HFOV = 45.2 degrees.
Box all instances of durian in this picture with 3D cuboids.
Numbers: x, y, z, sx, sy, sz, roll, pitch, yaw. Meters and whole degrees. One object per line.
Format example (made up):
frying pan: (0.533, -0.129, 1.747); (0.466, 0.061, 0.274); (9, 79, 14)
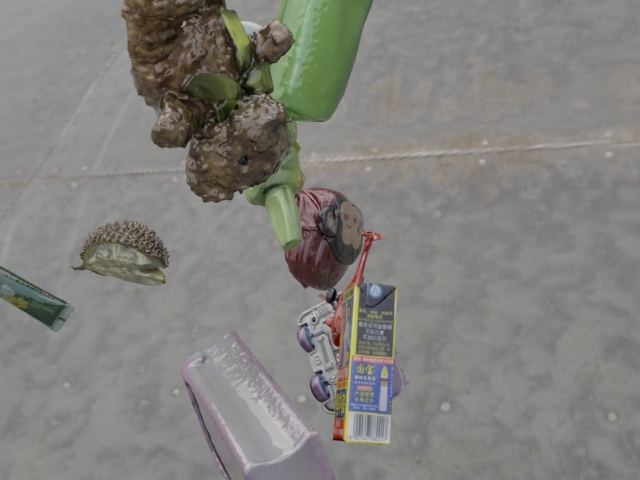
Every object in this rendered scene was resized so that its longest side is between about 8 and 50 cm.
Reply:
durian: (-0.263, 0.013, 1.024); (0.140, 0.110, 0.071); (-5, 46, 14)

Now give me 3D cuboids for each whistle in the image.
whistle: (-0.073, -0.122, 1.281); (0.141, 0.141, 0.294); (-27, 74, -5)

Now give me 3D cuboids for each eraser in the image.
eraser: (-0.083, 0.323, 1.126); (0.122, 0.272, 0.359); (-25, 25, -16)

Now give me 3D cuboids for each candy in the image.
candy: (-0.003, -0.347, 1.149); (0.132, 0.142, 0.344); (27, 102, 51)

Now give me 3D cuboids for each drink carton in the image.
drink carton: (0.050, 0.132, 0.823); (0.056, 0.071, 0.166); (8, 77, -11)

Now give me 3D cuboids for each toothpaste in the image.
toothpaste: (-0.420, 0.051, 1.001); (0.049, 0.204, 0.031); (-51, 15, 17)

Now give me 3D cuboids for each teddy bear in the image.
teddy bear: (-0.112, -0.194, 0.890); (0.222, 0.296, 0.246); (37, 54, -2)

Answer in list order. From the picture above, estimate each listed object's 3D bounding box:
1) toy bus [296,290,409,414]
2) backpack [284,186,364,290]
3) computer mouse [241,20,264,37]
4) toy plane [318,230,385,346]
toy bus: (0.060, 0.206, 1.367); (0.142, 0.142, 0.202); (-29, 61, 21)
backpack: (0.002, 0.001, 1.643); (0.139, 0.229, 0.229); (10, 51, 26)
computer mouse: (-0.182, -0.428, 1.634); (0.181, 0.089, 0.056); (-8, 69, 1)
toy plane: (0.065, 0.080, 1.255); (0.126, 0.077, 0.194); (34, 89, 22)
